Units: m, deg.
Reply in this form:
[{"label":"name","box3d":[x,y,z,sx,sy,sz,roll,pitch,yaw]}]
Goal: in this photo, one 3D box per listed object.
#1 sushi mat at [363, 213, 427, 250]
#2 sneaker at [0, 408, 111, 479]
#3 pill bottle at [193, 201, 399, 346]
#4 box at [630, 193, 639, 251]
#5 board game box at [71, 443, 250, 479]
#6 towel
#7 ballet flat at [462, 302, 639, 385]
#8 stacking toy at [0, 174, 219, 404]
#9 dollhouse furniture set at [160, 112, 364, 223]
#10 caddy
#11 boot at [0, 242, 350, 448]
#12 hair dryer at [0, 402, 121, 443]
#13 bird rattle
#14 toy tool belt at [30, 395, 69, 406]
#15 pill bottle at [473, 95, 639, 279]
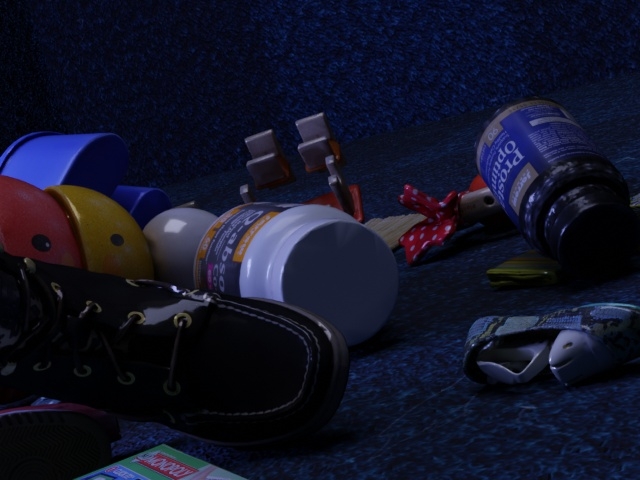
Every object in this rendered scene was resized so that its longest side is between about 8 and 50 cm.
[{"label":"sushi mat","box3d":[0.068,0.002,2.505,0.151,0.019,0.316,-13,9,30]},{"label":"sneaker","box3d":[-0.332,0.213,1.591,0.282,0.099,0.153,-19,6,-13]},{"label":"pill bottle","box3d":[-0.027,0.039,1.925,0.162,0.162,0.278,-20,8,-18]},{"label":"box","box3d":[0.395,-0.038,1.950,0.169,0.054,0.059,-24,10,-38]},{"label":"board game box","box3d":[-0.158,0.226,1.314,0.213,0.046,0.317,-19,8,-20]},{"label":"towel","box3d":[0.298,0.008,1.976,0.237,0.021,0.102,-22,15,-39]},{"label":"ballet flat","box3d":[0.194,0.094,1.478,0.070,0.070,0.188,-24,9,-42]},{"label":"stacking toy","box3d":[-0.315,0.036,2.039,0.480,0.351,0.350,-13,5,-26]},{"label":"dollhouse furniture set","box3d":[-0.067,-0.008,2.308,0.259,0.135,0.262,-18,38,11]},{"label":"caddy","box3d":[-0.345,0.013,2.313,0.179,0.241,0.341,-3,48,35]},{"label":"boot","box3d":[-0.193,0.082,1.521,0.377,0.138,0.284,11,-6,38]},{"label":"hair dryer","box3d":[-0.316,0.195,1.747,0.293,0.080,0.223,-11,9,35]},{"label":"bird rattle","box3d":[0.222,-0.044,2.295,0.253,0.143,0.207,-28,-7,13]},{"label":"toy tool belt","box3d":[-0.278,0.180,1.873,0.052,0.051,0.083,-22,10,-34]},{"label":"pill bottle","box3d":[0.255,-0.055,1.895,0.123,0.123,0.219,-18,35,-7]}]
